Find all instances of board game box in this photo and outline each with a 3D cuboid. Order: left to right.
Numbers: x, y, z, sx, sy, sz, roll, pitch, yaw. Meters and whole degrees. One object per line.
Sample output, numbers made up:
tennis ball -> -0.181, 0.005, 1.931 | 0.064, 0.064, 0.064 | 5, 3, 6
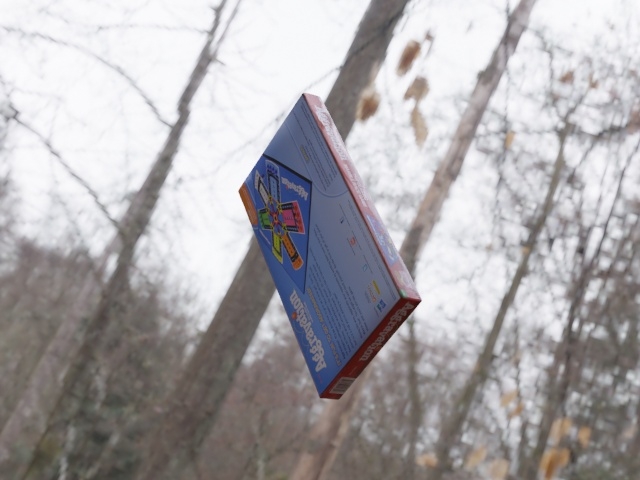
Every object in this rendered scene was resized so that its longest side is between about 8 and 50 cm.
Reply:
board game box -> 0.000, 0.000, 1.151 | 0.027, 0.281, 0.145 | 11, -50, -36
